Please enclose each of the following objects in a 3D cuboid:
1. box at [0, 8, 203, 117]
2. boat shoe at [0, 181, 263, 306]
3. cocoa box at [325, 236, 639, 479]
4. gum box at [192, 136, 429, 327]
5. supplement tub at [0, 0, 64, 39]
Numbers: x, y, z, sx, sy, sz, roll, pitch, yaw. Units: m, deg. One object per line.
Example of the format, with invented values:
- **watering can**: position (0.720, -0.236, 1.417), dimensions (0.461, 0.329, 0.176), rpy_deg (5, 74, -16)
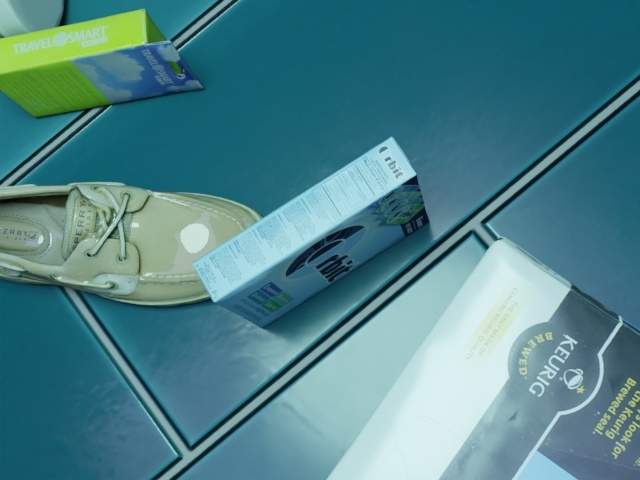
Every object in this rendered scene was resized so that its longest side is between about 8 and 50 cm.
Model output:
- **box**: position (-0.212, -0.165, 0.888), dimensions (0.178, 0.109, 0.042), rpy_deg (-9, 75, 8)
- **boat shoe**: position (-0.200, -0.003, 0.856), dimensions (0.302, 0.098, 0.109), rpy_deg (4, 78, 11)
- **cocoa box**: position (0.124, 0.217, 0.680), dimensions (0.228, 0.231, 0.347), rpy_deg (35, 86, 15)
- **gum box**: position (0.000, 0.000, 0.789), dimensions (0.184, 0.157, 0.041), rpy_deg (-32, 74, 2)
- **supplement tub**: position (-0.408, -0.259, 0.902), dimensions (0.272, 0.191, 0.191), rpy_deg (-6, 77, 9)
